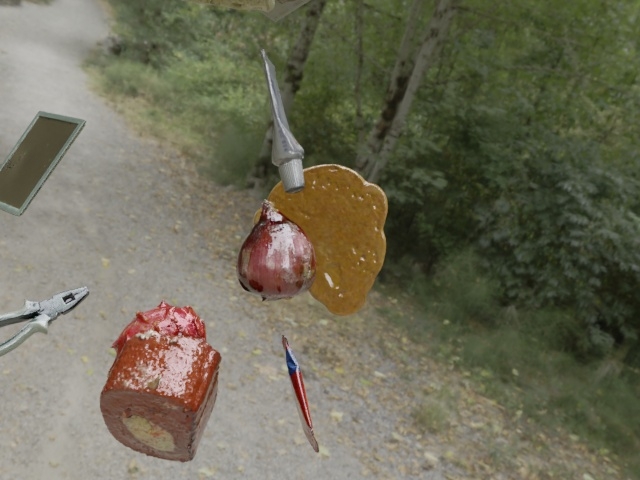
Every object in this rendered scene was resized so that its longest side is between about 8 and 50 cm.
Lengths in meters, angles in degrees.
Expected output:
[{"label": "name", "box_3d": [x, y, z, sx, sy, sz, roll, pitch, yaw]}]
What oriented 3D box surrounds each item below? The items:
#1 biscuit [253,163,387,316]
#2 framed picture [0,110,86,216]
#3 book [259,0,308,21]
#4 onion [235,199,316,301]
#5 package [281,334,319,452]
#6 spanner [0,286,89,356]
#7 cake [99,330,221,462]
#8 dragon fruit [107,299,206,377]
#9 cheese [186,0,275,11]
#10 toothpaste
[{"label": "biscuit", "box_3d": [0.000, 0.000, 1.522, 0.312, 0.351, 0.057, -1, 3, 0]}, {"label": "framed picture", "box_3d": [-0.686, -0.187, 1.563, 0.216, 0.273, 0.016, 17, -19, 37]}, {"label": "book", "box_3d": [-0.074, -0.544, 1.320, 0.020, 0.208, 0.295, 67, 21, 9]}, {"label": "onion", "box_3d": [-0.086, 0.018, 1.253, 0.159, 0.195, 0.159, -4, 2, 0]}, {"label": "package", "box_3d": [-0.037, 0.267, 1.156, 0.022, 0.083, 0.200, -14, 51, -9]}, {"label": "spanner", "box_3d": [-0.673, 0.187, 1.481, 0.325, 0.040, 0.095, -30, 73, -32]}, {"label": "cake", "box_3d": [-0.290, 0.285, 1.206, 0.177, 0.283, 0.151, 16, 50, 3]}, {"label": "dragon fruit", "box_3d": [-0.400, 0.263, 1.597, 0.210, 0.268, 0.205, 59, -8, -18]}, {"label": "cheese", "box_3d": [-0.179, -0.462, 1.219, 0.194, 0.043, 0.065, 10, -28, 1]}, {"label": "toothpaste", "box_3d": [-0.078, -0.233, 1.321, 0.068, 0.282, 0.099, -8, -8, -23]}]
